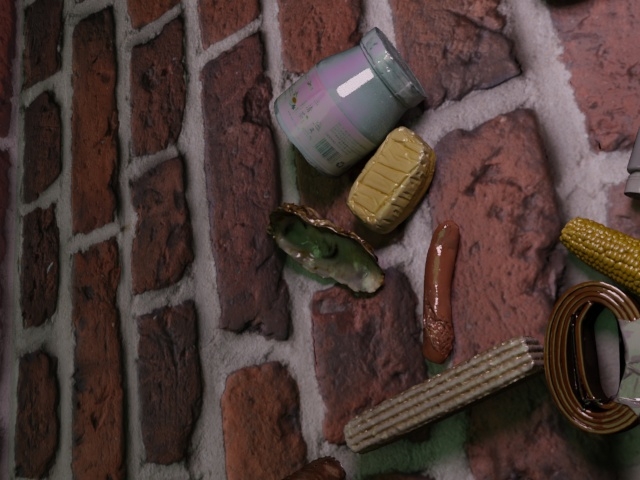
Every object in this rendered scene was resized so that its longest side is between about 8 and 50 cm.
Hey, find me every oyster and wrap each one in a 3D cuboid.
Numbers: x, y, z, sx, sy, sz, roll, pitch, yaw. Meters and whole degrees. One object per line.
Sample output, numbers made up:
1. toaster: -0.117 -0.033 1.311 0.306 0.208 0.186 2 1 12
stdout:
1. oyster: -0.014 -0.022 1.402 0.396 0.204 0.111 26 58 33

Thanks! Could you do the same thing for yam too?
1. yam: -0.034 0.552 1.255 0.128 0.238 0.129 -35 69 17

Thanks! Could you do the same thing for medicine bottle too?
1. medicine bottle: 0.597 -0.139 1.053 0.080 0.080 0.130 18 91 36
2. medicine bottle: 0.074 -0.319 1.356 0.290 0.245 0.245 -36 62 20

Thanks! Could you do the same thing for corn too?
1. corn: 0.552 0.042 1.040 0.260 0.091 0.091 39 143 34

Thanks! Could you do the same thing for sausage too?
1. sausage: 0.253 0.107 1.244 0.078 0.078 0.305 -2 78 34

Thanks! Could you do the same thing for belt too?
1. belt: 0.499 0.206 1.036 0.184 0.105 0.262 -11 71 35

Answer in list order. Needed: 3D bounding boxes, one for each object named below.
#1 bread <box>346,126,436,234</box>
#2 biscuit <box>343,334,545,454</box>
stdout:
1. bread: 0.166 -0.131 1.332 0.140 0.106 0.236 42 104 34
2. biscuit: 0.244 0.312 1.169 0.426 0.144 0.079 -33 65 23
